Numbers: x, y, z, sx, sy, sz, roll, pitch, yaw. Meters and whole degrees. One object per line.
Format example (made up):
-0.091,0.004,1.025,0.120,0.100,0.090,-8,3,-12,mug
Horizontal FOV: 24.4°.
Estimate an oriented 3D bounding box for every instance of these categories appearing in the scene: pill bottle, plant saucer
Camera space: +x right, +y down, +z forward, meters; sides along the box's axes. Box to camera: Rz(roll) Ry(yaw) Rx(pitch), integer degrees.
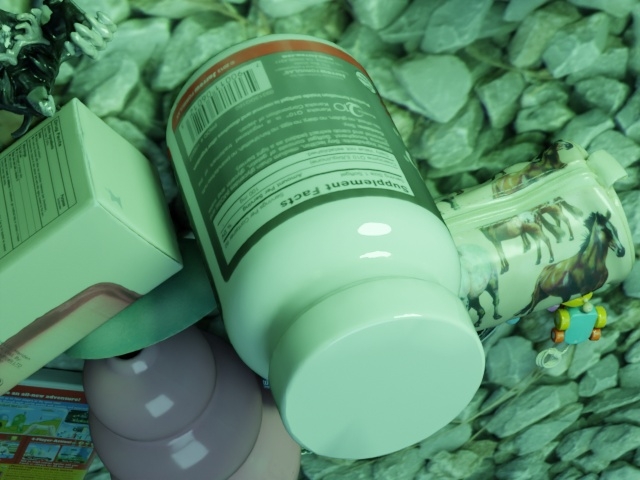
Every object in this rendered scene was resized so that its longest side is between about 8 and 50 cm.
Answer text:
0.000,0.000,1.294,0.210,0.363,0.210,-11,136,-11,pill bottle
-0.170,0.042,1.406,0.195,0.195,0.037,-22,115,-1,plant saucer

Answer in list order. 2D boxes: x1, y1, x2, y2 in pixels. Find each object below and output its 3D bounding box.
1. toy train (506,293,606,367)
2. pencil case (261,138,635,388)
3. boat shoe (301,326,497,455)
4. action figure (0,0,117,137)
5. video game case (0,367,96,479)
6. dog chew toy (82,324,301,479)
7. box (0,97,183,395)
0.258,0.077,1.708,0.125,0.046,0.166,-30,136,15,toy train
0.114,0.027,1.513,0.410,0.159,0.183,-20,156,-3,pencil case
0.079,0.145,1.635,0.301,0.102,0.108,-28,128,13,boat shoe
-0.260,-0.172,1.187,0.164,0.141,0.275,-29,136,-10,action figure
-0.355,0.245,1.630,0.204,0.025,0.285,10,128,-29,video game case
-0.141,0.184,1.510,0.207,0.206,0.332,-23,145,0,dog chew toy
-0.261,0.010,1.347,0.232,0.148,0.127,-34,135,15,box
